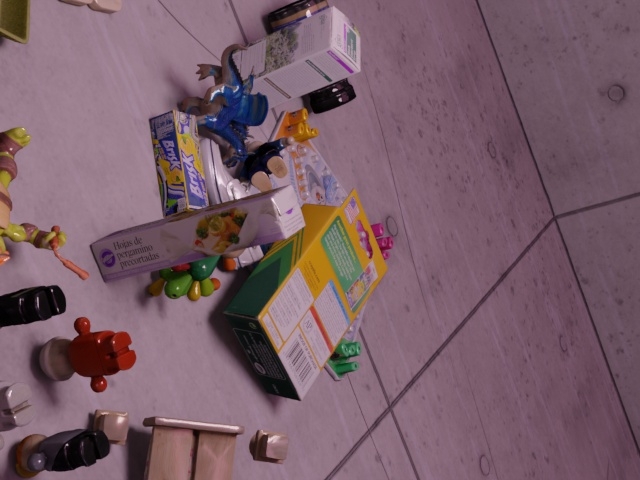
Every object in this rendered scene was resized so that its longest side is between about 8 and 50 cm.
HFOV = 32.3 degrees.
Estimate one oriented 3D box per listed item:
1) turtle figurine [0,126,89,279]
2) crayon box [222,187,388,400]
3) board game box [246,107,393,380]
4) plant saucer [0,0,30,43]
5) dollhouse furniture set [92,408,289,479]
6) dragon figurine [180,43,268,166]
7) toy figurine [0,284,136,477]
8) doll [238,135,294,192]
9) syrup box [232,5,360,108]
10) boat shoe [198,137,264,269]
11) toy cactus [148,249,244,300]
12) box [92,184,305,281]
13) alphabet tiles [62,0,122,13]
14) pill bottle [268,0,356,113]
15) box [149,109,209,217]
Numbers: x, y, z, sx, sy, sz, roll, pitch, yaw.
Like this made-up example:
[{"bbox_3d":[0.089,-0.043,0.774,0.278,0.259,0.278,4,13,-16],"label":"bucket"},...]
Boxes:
[{"bbox_3d":[-0.416,-0.051,1.417,0.269,0.087,0.217,23,48,-42],"label":"turtle figurine"},{"bbox_3d":[-0.018,0.085,1.892,0.323,0.083,0.203,-53,135,-34],"label":"crayon box"},{"bbox_3d":[0.000,0.000,2.110,0.390,0.050,0.390,54,35,-29],"label":"board game box"},{"bbox_3d":[-0.481,-0.377,1.509,0.188,0.045,0.188,25,55,-51],"label":"plant saucer"},{"bbox_3d":[-0.192,0.419,1.605,0.355,0.173,0.303,12,75,-24],"label":"dollhouse furniture set"},{"bbox_3d":[-0.140,-0.239,1.851,0.144,0.289,0.085,-1,52,-30],"label":"dragon figurine"},{"bbox_3d":[-0.355,0.174,1.363,0.213,0.148,0.210,42,49,-45],"label":"toy figurine"},{"bbox_3d":[-0.097,-0.139,1.942,0.046,0.129,0.189,46,3,-20],"label":"doll"},{"bbox_3d":[-0.047,-0.325,2.007,0.096,0.236,0.093,35,46,-46],"label":"syrup box"},{"bbox_3d":[-0.148,-0.066,1.854,0.083,0.075,0.226,-109,-174,-81],"label":"boat shoe"},{"bbox_3d":[-0.171,0.018,1.710,0.112,0.180,0.219,54,25,7],"label":"toy cactus"},{"bbox_3d":[-0.176,-0.008,1.554,0.067,0.323,0.063,-34,108,-58],"label":"box"},{"bbox_3d":[-0.391,-0.502,1.742,0.278,0.021,0.284,-3,78,-61],"label":"alphabet tiles"},{"bbox_3d":[-0.011,-0.371,2.200,0.123,0.122,0.219,-45,116,-57],"label":"pill bottle"},{"bbox_3d":[-0.228,-0.121,1.791,0.059,0.054,0.169,8,70,-57],"label":"box"}]
